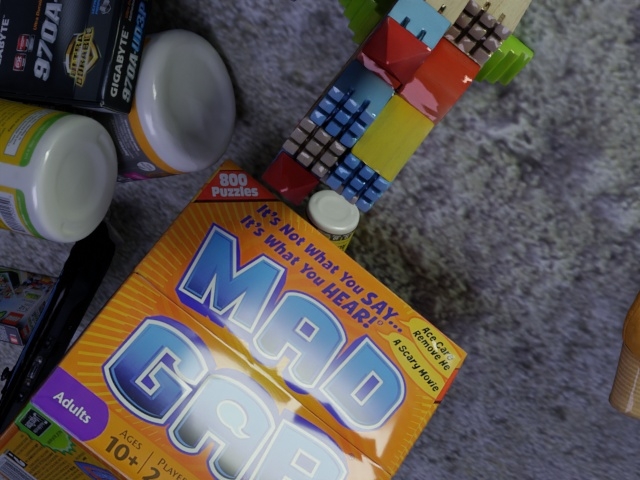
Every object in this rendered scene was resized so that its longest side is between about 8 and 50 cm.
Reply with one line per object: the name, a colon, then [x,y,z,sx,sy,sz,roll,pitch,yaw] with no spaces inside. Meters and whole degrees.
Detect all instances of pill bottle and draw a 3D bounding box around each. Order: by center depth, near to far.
pill bottle: [-0.356,-0.086,1.381,0.245,0.136,0.136,13,132,26]
pill bottle: [-0.249,-0.145,1.477,0.278,0.162,0.162,-6,123,34]
pill bottle: [0.000,0.000,1.525,0.065,0.065,0.116,29,136,5]

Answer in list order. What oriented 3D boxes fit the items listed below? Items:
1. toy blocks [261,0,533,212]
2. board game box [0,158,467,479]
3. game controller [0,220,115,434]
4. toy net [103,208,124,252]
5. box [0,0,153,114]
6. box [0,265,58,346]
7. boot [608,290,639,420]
toy blocks: [0.068,-0.146,1.222,0.191,0.261,0.381,38,136,-4]
board game box: [-0.123,0.197,1.497,0.356,0.356,0.356,40,152,-6]
game controller: [-0.358,0.118,1.660,0.067,0.166,0.319,29,119,-4]
toy net: [-0.352,-0.067,1.691,0.232,0.045,0.122,29,123,2]
box: [-0.264,-0.252,1.369,0.175,0.051,0.220,10,88,30]
box: [-0.486,0.084,1.841,0.207,0.114,0.036,10,131,22]
boot: [0.465,0.117,1.340,0.295,0.104,0.211,14,116,-4]
